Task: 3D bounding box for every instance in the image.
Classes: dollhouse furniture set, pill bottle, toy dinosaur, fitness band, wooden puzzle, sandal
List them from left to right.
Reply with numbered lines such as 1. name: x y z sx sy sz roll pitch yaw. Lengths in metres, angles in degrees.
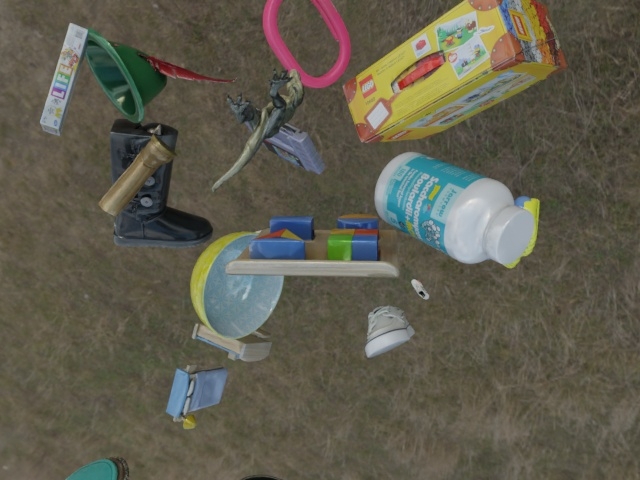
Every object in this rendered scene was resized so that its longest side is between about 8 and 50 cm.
1. dollhouse furniture set: -0.280 0.430 1.591 0.198 0.304 0.286 16 180 30
2. toy dinosaur: -0.091 -0.198 0.807 0.064 0.268 0.118 28 155 16
3. fitness band: -0.035 -0.568 1.424 0.291 0.209 0.054 49 171 -34
4. wooden puzzle: 0.000 0.000 1.070 0.321 0.348 0.081 0 101 7
5. pill bottle: 0.227 -0.053 0.884 0.264 0.146 0.146 32 154 47
6. sandal: 0.460 -0.016 1.295 0.138 0.126 0.317 13 158 10

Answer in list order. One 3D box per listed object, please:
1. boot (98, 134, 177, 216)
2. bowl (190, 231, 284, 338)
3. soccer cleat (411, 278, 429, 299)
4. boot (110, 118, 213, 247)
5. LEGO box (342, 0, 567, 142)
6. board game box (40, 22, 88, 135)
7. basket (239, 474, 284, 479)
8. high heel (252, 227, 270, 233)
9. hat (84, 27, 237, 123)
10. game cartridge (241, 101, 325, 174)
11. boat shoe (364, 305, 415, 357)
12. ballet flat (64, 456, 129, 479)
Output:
1. boot: -0.549 -0.185 1.530 0.089 0.270 0.236 41 176 -19
2. bowl: -0.253 0.106 1.397 0.155 0.289 0.290 15 141 37
3. soccer cleat: 0.329 0.162 1.700 0.029 0.035 0.083 -48 62 24
4. boot: -0.542 -0.193 1.797 0.366 0.146 0.446 -5 123 -27
5. LEGO box: 0.379 -0.473 1.474 0.499 0.372 0.193 -22 85 44
6. board game box: -0.395 -0.244 0.791 0.026 0.154 0.103 17 177 -26
7. basket: -0.116 0.479 0.746 0.204 0.154 0.227 37 114 -14
8. high heel: -0.264 0.051 1.861 0.093 0.261 0.186 47 178 5
9. hat: -0.314 -0.335 0.978 0.209 0.183 0.173 58 153 -13
10. game cartridge: -0.153 -0.391 1.982 0.354 0.068 0.230 32 164 30
11. boat shoe: 0.140 0.180 1.074 0.096 0.267 0.088 -29 78 18
12. ballet flat: -0.543 0.611 1.063 0.482 0.164 0.182 -33 127 7
